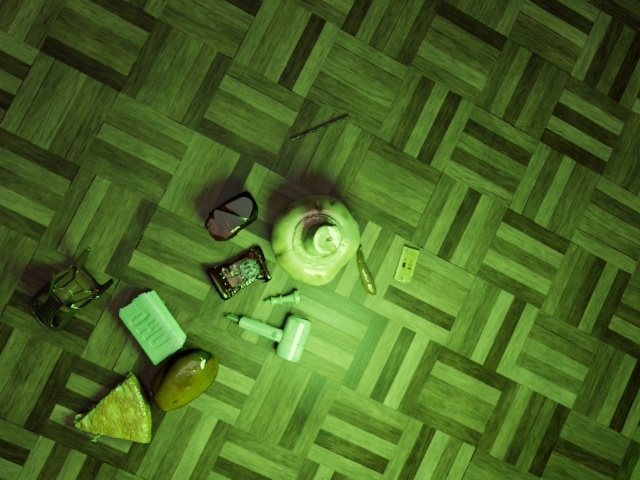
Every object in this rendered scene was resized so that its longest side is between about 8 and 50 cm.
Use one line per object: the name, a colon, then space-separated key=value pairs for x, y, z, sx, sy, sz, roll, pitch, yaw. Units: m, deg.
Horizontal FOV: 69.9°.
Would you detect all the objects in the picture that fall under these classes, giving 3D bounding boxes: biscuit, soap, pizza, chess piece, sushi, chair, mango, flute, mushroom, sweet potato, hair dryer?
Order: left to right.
chair: x=-0.951 y=0.198 z=1.741 sx=0.326 sy=0.183 sz=0.176 roll=-34 pitch=96 yaw=39
pizza: x=-0.812 y=0.665 z=1.779 sx=0.287 sy=0.075 sz=0.280 roll=-8 pitch=87 yaw=-5
soap: x=-0.651 y=0.335 z=1.785 sx=0.150 sy=0.094 sz=0.262 roll=-34 pitch=94 yaw=-6
mango: x=-0.530 y=0.532 z=1.767 sx=0.287 sy=0.152 sz=0.201 roll=-45 pitch=100 yaw=-5
sushi: x=-0.346 y=-0.096 z=1.812 sx=0.225 sy=0.126 sz=0.136 roll=-40 pitch=96 yaw=0
biscuit: x=-0.319 y=0.134 z=1.840 sx=0.235 sy=0.063 sz=0.152 roll=-25 pitch=93 yaw=-9
hair dryer: x=-0.224 y=0.348 z=1.843 sx=0.356 sy=0.107 sz=0.173 roll=20 pitch=85 yaw=0
chess piece: x=-0.156 y=0.241 z=1.865 sx=0.148 sy=0.059 sz=0.059 roll=-9 pitch=91 yaw=-3
mushroom: x=-0.006 y=0.010 z=1.776 sx=0.352 sy=0.353 sz=0.326 roll=-12 pitch=122 yaw=-7
flute: x=-0.002 y=-0.468 z=1.906 sx=0.269 sy=0.014 sz=0.014 roll=-24 pitch=93 yaw=-6
sweet potato: x=0.184 y=0.129 z=1.911 sx=0.050 sy=0.050 sz=0.215 roll=-18 pitch=89 yaw=-7

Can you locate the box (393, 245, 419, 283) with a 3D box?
box: x=0.365 y=0.104 z=1.945 sx=0.073 sy=0.020 sz=0.149 roll=19 pitch=88 yaw=-8
